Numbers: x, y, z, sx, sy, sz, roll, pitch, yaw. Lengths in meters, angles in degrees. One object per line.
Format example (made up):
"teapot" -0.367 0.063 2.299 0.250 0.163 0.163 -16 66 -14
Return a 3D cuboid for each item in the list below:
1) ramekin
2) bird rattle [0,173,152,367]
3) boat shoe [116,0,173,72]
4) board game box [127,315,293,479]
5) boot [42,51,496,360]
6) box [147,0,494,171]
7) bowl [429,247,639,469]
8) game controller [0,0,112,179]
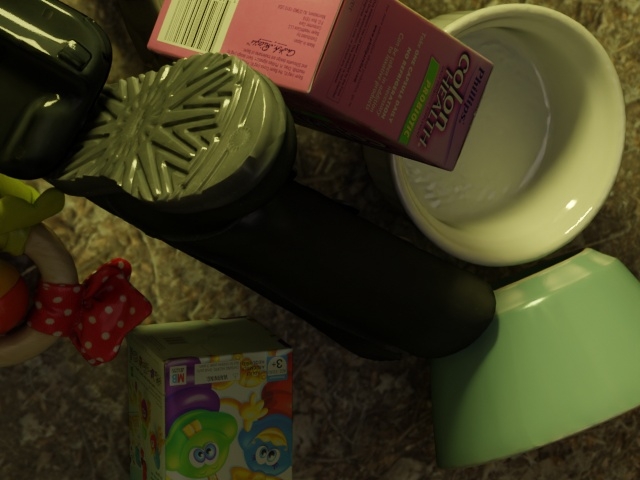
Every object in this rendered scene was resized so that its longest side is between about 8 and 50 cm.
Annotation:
"ramekin" 0.177 -0.120 1.712 0.277 0.135 0.277 -4 102 -20
"bird rattle" -0.303 0.041 1.593 0.207 0.143 0.253 -31 124 0
"boat shoe" -0.159 -0.311 1.559 0.130 0.132 0.355 -37 122 -24
"board game box" -0.116 0.233 1.668 0.142 0.144 0.275 -4 103 -21
"boot" -0.001 -0.001 1.509 0.445 0.367 0.146 34 77 -32
"box" 0.002 -0.175 1.506 0.243 0.213 0.117 21 89 -51
"bowl" 0.240 0.115 1.723 0.311 0.311 0.163 -23 90 -15
"game controller" -0.355 -0.187 1.469 0.319 0.067 0.166 29 101 6
